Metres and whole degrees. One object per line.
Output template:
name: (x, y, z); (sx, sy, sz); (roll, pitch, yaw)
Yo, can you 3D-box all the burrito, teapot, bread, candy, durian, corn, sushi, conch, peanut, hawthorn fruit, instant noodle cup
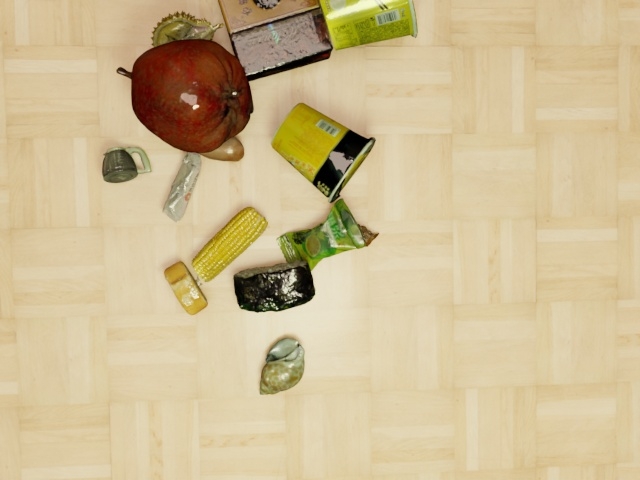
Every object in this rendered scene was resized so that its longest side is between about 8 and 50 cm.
burrito: (-0.382, -0.152, 1.876); (0.064, 0.064, 0.203); (21, 93, -5)
teapot: (-0.543, -0.211, 1.858); (0.092, 0.124, 0.091); (-23, 76, 37)
bread: (-0.366, 0.130, 1.859); (0.073, 0.122, 0.149); (-32, 96, -5)
candy: (0.000, 0.000, 1.897); (0.246, 0.069, 0.149); (-29, 86, 18)
durian: (-0.358, -0.559, 1.816); (0.208, 0.146, 0.102); (-15, 51, 13)
corn: (-0.253, 0.009, 1.876); (0.244, 0.093, 0.093); (-45, 95, -1)
sushi: (0.106, -0.019, 1.925); (0.120, 0.052, 0.055); (18, 106, -1)
conch: (-0.103, 0.363, 1.906); (0.116, 0.106, 0.173); (17, 73, 14)
peanut: (-0.285, -0.257, 1.868); (0.152, 0.076, 0.076); (9, 92, -1)
hawthorn fruit: (-0.341, -0.372, 1.747); (0.324, 0.308, 0.308); (-9, 95, 38)
instant noodle cup: (0.107, -0.654, 1.784); (0.221, 0.311, 0.311); (-17, 94, 5)
sushi: (-0.128, 0.131, 1.868); (0.225, 0.124, 0.127); (-9, 97, 9)
instant noodle cup: (0.000, -0.251, 1.838); (0.236, 0.215, 0.215); (37, 90, 2)

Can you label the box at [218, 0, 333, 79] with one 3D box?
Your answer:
box: (-0.148, -0.664, 1.837); (0.264, 0.116, 0.415); (-17, 94, -5)
